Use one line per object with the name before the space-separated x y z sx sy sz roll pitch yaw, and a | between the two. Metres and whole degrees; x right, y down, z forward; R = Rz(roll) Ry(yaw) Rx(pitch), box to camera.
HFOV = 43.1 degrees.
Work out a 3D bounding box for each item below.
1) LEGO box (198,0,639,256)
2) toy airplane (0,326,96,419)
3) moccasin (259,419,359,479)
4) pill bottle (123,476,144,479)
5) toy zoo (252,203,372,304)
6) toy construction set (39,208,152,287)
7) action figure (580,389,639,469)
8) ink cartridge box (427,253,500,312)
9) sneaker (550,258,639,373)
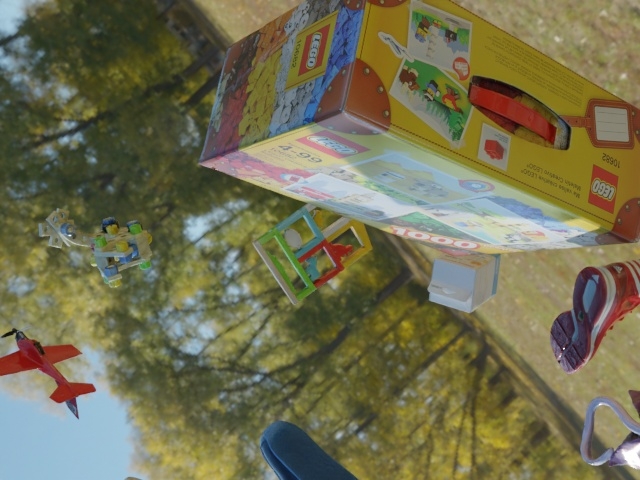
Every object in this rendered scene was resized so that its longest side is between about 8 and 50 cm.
LEGO box | 0.145 -0.140 1.127 0.500 0.193 0.372 18 166 -30
toy airplane | -0.341 0.160 1.005 0.151 0.028 0.151 30 -158 -14
moccasin | 0.005 0.518 1.698 0.342 0.137 0.117 53 148 7
pill bottle | -0.396 0.573 1.664 0.086 0.152 0.086 25 173 3
toy zoo | 0.000 0.000 2.023 0.192 0.293 0.030 58 169 -16
toy construction set | -0.573 0.012 2.121 0.327 0.215 0.151 21 126 30
action figure | 0.581 0.300 1.271 0.275 0.248 0.370 3 -177 10
ink cartridge box | 0.280 0.074 1.583 0.092 0.090 0.143 15 -159 30
sneaker | 0.422 0.111 1.172 0.221 0.128 0.087 96 157 -52
